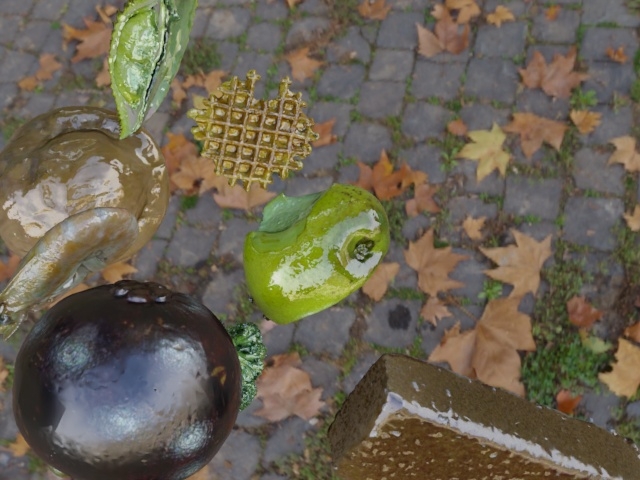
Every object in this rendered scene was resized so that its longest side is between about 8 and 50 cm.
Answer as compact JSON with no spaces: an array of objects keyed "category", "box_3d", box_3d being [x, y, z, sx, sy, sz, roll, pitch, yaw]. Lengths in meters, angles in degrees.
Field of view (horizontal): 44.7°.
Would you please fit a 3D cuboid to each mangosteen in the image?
[{"category":"mangosteen","box_3d":[-0.236,0.190,0.956,0.288,0.288,0.288,-6,59,10]}]

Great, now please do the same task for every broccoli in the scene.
[{"category":"broccoli","box_3d":[-0.191,0.235,1.455,0.195,0.156,0.195,5,63,-10]}]

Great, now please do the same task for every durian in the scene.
[{"category":"durian","box_3d":[-0.317,-0.371,1.518,0.158,0.352,0.169,4,36,-33]}]

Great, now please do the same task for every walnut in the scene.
[{"category":"walnut","box_3d":[-0.539,-0.106,1.714,0.383,0.384,0.384,-6,59,10]}]

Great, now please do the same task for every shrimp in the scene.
[{"category":"shrimp","box_3d":[-0.422,0.054,1.274,0.317,0.168,0.077,-40,65,16]}]

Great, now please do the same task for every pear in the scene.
[{"category":"pear","box_3d":[0.000,0.000,1.552,0.281,0.176,0.286,-16,34,39]}]

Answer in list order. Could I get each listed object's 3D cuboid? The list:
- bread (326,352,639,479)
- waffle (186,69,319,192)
[{"category":"bread","box_3d":[0.218,0.276,0.995,0.416,0.165,0.113,23,30,-19]},{"category":"waffle","box_3d":[-0.126,-0.213,1.520,0.228,0.232,0.051,-32,24,-3]}]
